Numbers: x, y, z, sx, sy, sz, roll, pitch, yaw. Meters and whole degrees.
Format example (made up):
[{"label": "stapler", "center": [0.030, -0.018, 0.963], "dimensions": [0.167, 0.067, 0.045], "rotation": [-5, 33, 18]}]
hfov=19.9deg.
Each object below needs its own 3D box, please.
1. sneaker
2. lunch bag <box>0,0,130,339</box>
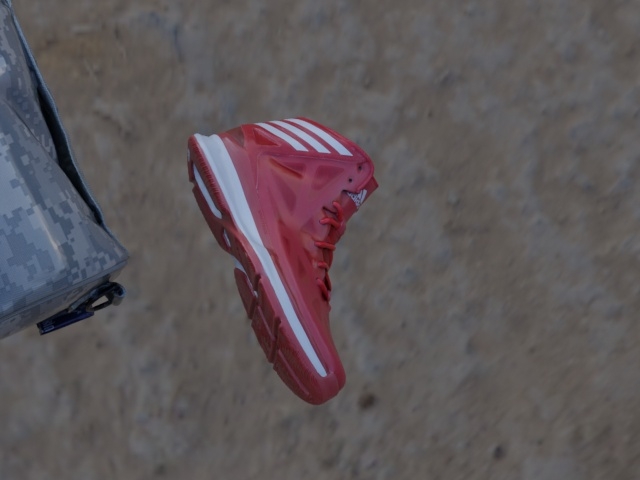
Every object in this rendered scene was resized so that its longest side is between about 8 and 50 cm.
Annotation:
[{"label": "sneaker", "center": [0.000, 0.000, 1.292], "dimensions": [0.128, 0.087, 0.221], "rotation": [-20, 70, -15]}, {"label": "lunch bag", "center": [-0.299, -0.051, 1.291], "dimensions": [0.256, 0.212, 0.305], "rotation": [-24, 93, -18]}]
